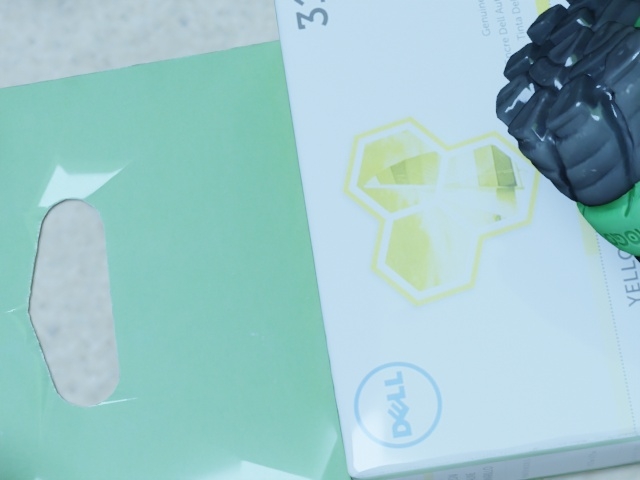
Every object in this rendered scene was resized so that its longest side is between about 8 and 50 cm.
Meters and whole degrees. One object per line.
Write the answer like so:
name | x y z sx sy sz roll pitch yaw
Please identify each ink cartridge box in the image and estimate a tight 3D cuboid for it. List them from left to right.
ink cartridge box | 0.000 0.000 0.637 0.235 0.056 0.171 -9 72 0

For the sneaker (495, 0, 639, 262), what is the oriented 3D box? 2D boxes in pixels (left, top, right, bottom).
sneaker | 0.202 -0.097 0.619 0.343 0.134 0.146 -46 105 -21
